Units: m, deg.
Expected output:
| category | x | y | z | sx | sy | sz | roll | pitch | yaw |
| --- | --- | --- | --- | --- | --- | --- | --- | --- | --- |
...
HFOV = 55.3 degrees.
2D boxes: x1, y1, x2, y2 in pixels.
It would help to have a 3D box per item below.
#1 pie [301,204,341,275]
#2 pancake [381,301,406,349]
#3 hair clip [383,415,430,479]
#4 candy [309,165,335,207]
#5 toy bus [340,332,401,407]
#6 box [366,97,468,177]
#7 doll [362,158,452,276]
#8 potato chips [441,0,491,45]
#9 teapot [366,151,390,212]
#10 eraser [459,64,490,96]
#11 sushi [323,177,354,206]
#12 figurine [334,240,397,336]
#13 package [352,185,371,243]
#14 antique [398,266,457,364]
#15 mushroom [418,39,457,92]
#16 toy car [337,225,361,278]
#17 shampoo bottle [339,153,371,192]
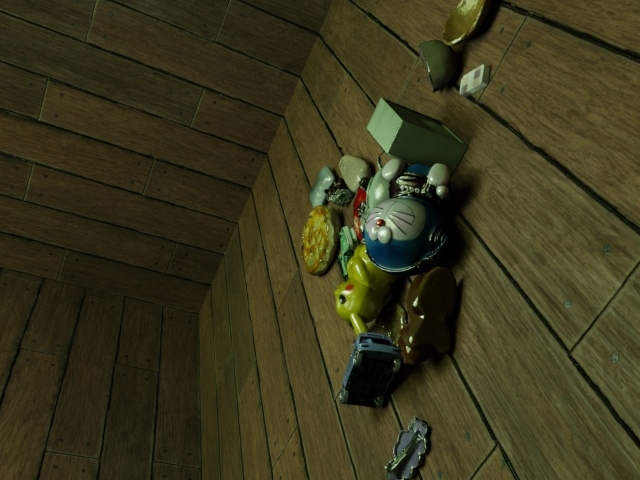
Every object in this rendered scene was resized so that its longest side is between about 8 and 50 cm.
| category | x | y | z | sx | sy | sz | roll | pitch | yaw |
| --- | --- | --- | --- | --- | --- | --- | --- | --- | --- |
| pie | 0.000 | 0.000 | 2.508 | 0.315 | 0.092 | 0.315 | -169 | 90 | -70 |
| pancake | 0.209 | 0.276 | 1.856 | 0.190 | 0.020 | 0.184 | -99 | 31 | -50 |
| hair clip | 0.221 | 0.542 | 1.584 | 0.195 | 0.052 | 0.124 | -61 | 29 | 16 |
| candy | 0.007 | -0.231 | 2.679 | 0.174 | 0.071 | 0.138 | -63 | 23 | 23 |
| toy bus | 0.139 | 0.360 | 1.736 | 0.292 | 0.126 | 0.133 | 103 | 173 | -45 |
| box | 0.280 | -0.306 | 1.830 | 0.117 | 0.225 | 0.225 | -64 | 22 | 23 |
| doll | 0.249 | -0.048 | 1.713 | 0.284 | 0.240 | 0.309 | 6 | 66 | 42 |
| potato chips | 0.459 | -0.681 | 1.878 | 0.195 | 0.062 | 0.208 | -19 | 49 | 57 |
| teapot | 0.215 | -0.145 | 1.929 | 0.193 | 0.130 | 0.294 | -25 | -58 | -71 |
| eraser | 0.454 | -0.469 | 1.799 | 0.105 | 0.026 | 0.065 | -21 | 58 | 64 |
| sushi | 0.077 | -0.191 | 2.433 | 0.094 | 0.098 | 0.084 | -55 | 30 | 30 |
| figurine | 0.142 | 0.145 | 1.891 | 0.326 | 0.169 | 0.218 | -62 | 4 | -8 |
| package | 0.162 | -0.063 | 2.177 | 0.269 | 0.071 | 0.194 | -107 | 32 | -65 |
| antique | 0.273 | 0.204 | 1.614 | 0.143 | 0.121 | 0.256 | 141 | 142 | -69 |
| mushroom | 0.377 | -0.565 | 1.949 | 0.117 | 0.141 | 0.188 | -21 | 50 | 21 |
| toy car | 0.107 | 0.044 | 2.161 | 0.224 | 0.076 | 0.090 | 86 | 170 | -52 |
| shampoo bottle | 0.139 | -0.258 | 2.356 | 0.127 | 0.078 | 0.257 | -63 | 23 | 18 |
